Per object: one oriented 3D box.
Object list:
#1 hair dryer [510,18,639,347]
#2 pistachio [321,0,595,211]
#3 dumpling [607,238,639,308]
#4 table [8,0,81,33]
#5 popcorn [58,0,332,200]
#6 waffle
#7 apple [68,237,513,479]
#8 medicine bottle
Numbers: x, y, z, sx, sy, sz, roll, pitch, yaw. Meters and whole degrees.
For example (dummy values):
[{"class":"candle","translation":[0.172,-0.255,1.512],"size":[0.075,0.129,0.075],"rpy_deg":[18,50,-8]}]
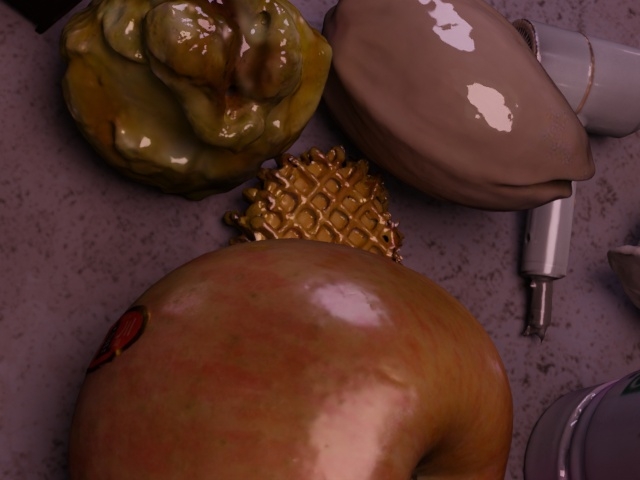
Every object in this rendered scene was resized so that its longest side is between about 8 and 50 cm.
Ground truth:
[{"class":"hair dryer","translation":[0.268,-0.056,2.004],"size":[0.173,0.107,0.357],"rpy_deg":[11,83,-22]},{"class":"pistachio","translation":[0.137,-0.147,1.871],"size":[0.332,0.208,0.226],"rpy_deg":[37,29,16]},{"class":"dumpling","translation":[0.465,0.008,1.997],"size":[0.243,0.227,0.175],"rpy_deg":[-39,97,-35]},{"class":"table","translation":[-0.283,-0.343,1.754],"size":[0.193,0.172,0.169],"rpy_deg":[36,65,-18]},{"class":"popcorn","translation":[-0.114,-0.170,1.749],"size":[0.276,0.276,0.226],"rpy_deg":[-19,82,-27]},{"class":"waffle","translation":[0.000,0.000,1.868],"size":[0.197,0.070,0.193],"rpy_deg":[-14,84,-30]},{"class":"apple","translation":[-0.017,0.187,1.636],"size":[0.391,0.346,0.392],"rpy_deg":[-13,109,-42]},{"class":"medicine bottle","translation":[0.380,0.229,1.848],"size":[0.212,0.325,0.212],"rpy_deg":[6,74,-24]}]
